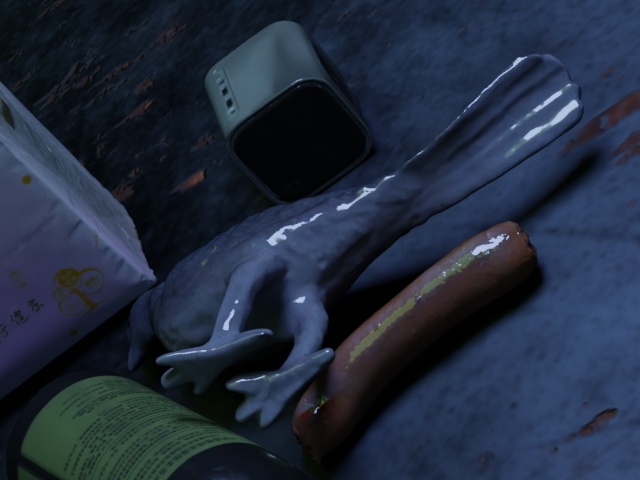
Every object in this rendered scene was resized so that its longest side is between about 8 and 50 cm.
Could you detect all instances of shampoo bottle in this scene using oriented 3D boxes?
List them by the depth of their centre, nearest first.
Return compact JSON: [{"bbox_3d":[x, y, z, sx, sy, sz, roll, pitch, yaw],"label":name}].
[{"bbox_3d":[-0.066,0.151,0.924,0.284,0.101,0.101,18,67,51],"label":"shampoo bottle"}]

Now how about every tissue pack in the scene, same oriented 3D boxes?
[{"bbox_3d":[-0.261,0.020,1.178,0.225,0.185,0.124,-37,32,8],"label":"tissue pack"}]

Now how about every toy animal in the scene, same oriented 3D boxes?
[{"bbox_3d":[-0.022,0.025,0.988,0.367,0.081,0.206,-29,18,31],"label":"toy animal"}]

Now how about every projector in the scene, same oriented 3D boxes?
[{"bbox_3d":[-0.022,-0.086,1.141,0.083,0.083,0.082,-36,36,10],"label":"projector"}]

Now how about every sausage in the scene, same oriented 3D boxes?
[{"bbox_3d":[0.051,0.055,0.964,0.177,0.040,0.047,-41,75,4],"label":"sausage"}]
